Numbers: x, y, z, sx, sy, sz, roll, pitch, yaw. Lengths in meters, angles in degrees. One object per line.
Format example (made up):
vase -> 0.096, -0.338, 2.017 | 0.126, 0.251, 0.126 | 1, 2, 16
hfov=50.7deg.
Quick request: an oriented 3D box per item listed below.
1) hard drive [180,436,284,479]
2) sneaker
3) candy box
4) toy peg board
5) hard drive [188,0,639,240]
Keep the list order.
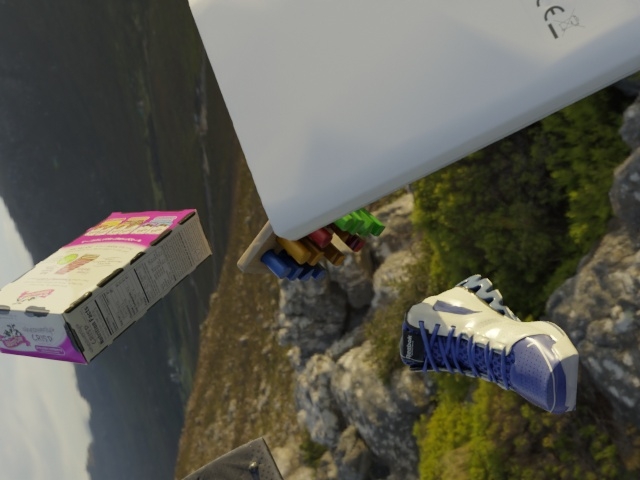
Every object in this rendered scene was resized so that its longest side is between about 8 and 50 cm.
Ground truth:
hard drive -> -0.159, 0.441, 1.051 | 0.172, 0.254, 0.054 | 58, -179, 27
sneaker -> 0.222, 0.164, 1.006 | 0.315, 0.182, 0.127 | -135, 35, -64
candy box -> -0.265, 0.047, 0.819 | 0.159, 0.233, 0.071 | 0, 119, 33
toy peg board -> 0.000, 0.000, 0.896 | 0.079, 0.161, 0.161 | 43, 105, 23
hard drive -> 0.073, -0.155, 0.451 | 0.040, 0.307, 0.203 | 19, -132, -67
